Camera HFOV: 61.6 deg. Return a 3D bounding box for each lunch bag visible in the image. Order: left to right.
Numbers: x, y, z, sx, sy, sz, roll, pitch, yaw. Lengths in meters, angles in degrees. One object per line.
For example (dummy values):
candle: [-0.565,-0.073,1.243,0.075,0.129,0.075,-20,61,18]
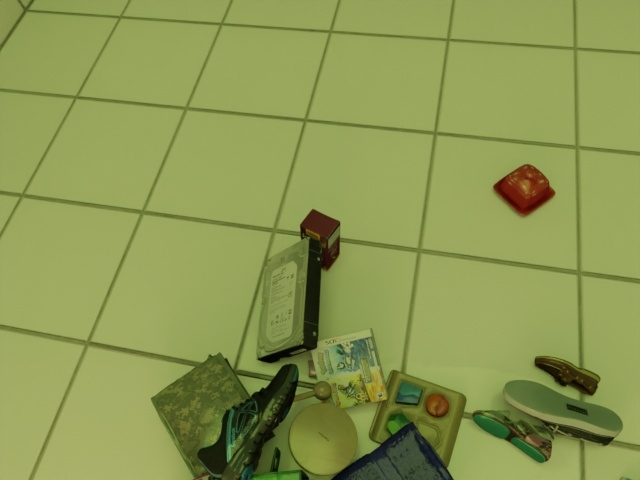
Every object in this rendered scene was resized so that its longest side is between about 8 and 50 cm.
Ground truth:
lunch bag: [-0.305,0.486,1.498,0.235,0.169,0.287,-33,67,-14]

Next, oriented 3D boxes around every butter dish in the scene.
butter dish: [0.690,-0.192,1.794,0.160,0.118,0.160,-33,62,-11]

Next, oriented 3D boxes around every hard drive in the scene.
hard drive: [-0.095,0.180,1.621,0.064,0.237,0.339,24,56,-33]

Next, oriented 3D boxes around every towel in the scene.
towel: [0.186,0.653,1.393,0.308,0.076,0.227,-33,62,-4]

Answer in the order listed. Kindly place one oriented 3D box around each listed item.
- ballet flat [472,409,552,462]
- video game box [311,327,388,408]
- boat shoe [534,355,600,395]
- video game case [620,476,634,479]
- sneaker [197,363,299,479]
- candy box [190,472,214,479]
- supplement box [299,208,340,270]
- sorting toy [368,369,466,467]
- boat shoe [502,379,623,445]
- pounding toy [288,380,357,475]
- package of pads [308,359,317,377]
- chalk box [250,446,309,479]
ballet flat: [0.522,0.512,1.459,0.221,0.077,0.079,29,50,15]
video game box: [0.080,0.371,1.542,0.187,0.048,0.205,-16,78,11]
boat shoe: [0.691,0.379,1.511,0.178,0.064,0.060,21,64,14]
video game case: [0.832,0.722,1.332,0.183,0.023,0.201,16,65,14]
sneaker: [-0.172,0.442,1.362,0.139,0.125,0.341,23,54,19]
candy box: [-0.307,0.722,1.347,0.159,0.071,0.233,-20,106,-5]
supplement box: [0.000,0.000,1.717,0.104,0.188,0.081,26,60,19]
sorting toy: [0.256,0.533,1.485,0.229,0.041,0.307,18,64,15]
boat shoe: [0.635,0.470,1.444,0.306,0.105,0.113,14,34,3]
pounding toy: [-0.008,0.524,1.461,0.183,0.110,0.237,-20,61,-16]
package of pads: [0.004,0.381,1.600,0.083,0.032,0.050,-5,65,4]
chalk box: [-0.119,0.685,1.364,0.179,0.180,0.289,-8,60,1]
